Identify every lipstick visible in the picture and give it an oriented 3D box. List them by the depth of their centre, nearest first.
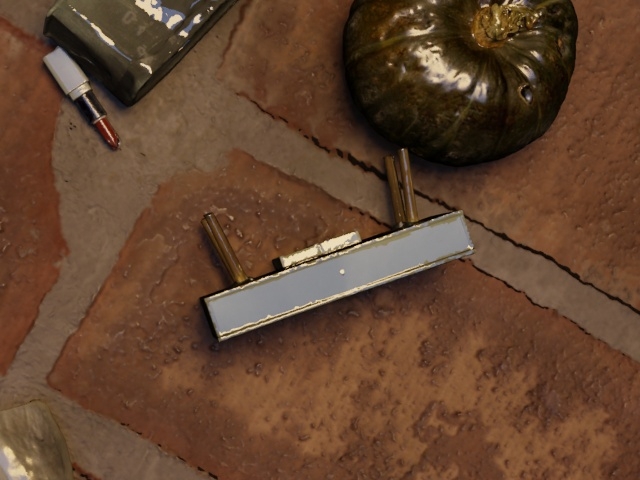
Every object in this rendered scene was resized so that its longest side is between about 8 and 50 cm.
[{"bbox_3d":[-0.218,-0.130,1.078,0.025,0.025,0.107,-34,93,-7],"label":"lipstick"}]

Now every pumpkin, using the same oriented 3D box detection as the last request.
[{"bbox_3d":[0.131,-0.177,1.065,0.224,0.157,0.223,3,79,-16],"label":"pumpkin"}]

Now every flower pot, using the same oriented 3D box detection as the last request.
[{"bbox_3d":[-0.135,-0.236,1.055,0.108,0.103,0.229,43,82,-5],"label":"flower pot"}]

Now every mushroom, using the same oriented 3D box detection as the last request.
[{"bbox_3d":[-0.233,0.244,1.033,0.081,0.092,0.223,-38,90,36],"label":"mushroom"}]

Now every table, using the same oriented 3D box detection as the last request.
[{"bbox_3d":[0.000,0.000,1.056,0.240,0.121,0.111,-19,90,-9],"label":"table"}]
